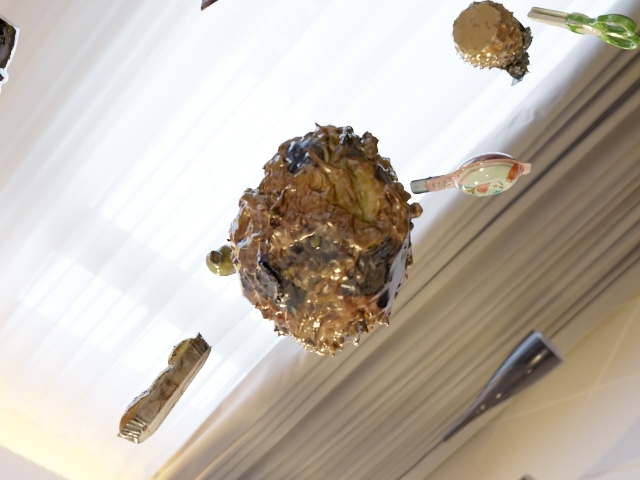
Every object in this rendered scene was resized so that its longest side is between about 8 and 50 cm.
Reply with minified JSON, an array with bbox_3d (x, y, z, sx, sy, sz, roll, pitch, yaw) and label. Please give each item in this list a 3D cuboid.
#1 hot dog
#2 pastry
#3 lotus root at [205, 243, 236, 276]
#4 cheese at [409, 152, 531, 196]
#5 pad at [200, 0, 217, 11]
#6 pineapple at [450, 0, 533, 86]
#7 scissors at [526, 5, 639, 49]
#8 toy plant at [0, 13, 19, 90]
[{"bbox_3d":[-0.238,0.224,0.979,0.059,0.191,0.108,36,159,6],"label":"hot dog"},{"bbox_3d":[0.003,0.017,1.103,0.292,0.405,0.337,-19,-107,-35],"label":"pastry"},{"bbox_3d":[-0.238,0.052,1.620,0.077,0.090,0.183,61,-171,6],"label":"lotus root"},{"bbox_3d":[0.357,-0.151,1.537,0.189,0.285,0.074,54,-152,-69],"label":"cheese"},{"bbox_3d":[-0.123,-0.489,1.062,0.003,0.235,0.158,17,-108,-43],"label":"pad"},{"bbox_3d":[0.420,-0.445,1.485,0.310,0.141,0.170,-1,-102,-54],"label":"pineapple"},{"bbox_3d":[0.461,-0.386,1.139,0.204,0.027,0.101,29,-176,35],"label":"scissors"},{"bbox_3d":[-0.573,-0.263,0.939,0.218,0.235,0.175,37,180,-33],"label":"toy plant"}]
